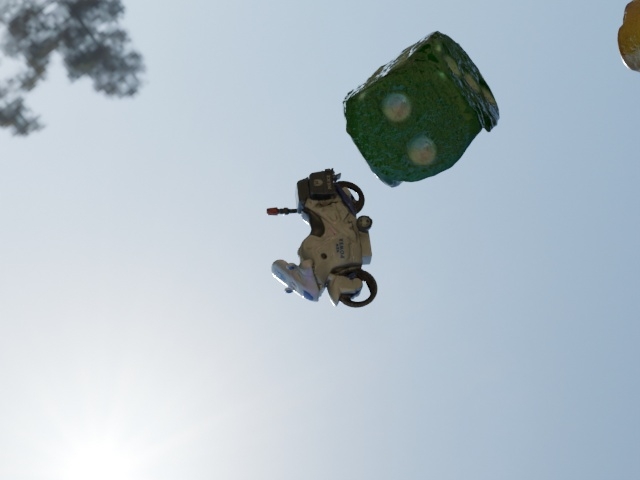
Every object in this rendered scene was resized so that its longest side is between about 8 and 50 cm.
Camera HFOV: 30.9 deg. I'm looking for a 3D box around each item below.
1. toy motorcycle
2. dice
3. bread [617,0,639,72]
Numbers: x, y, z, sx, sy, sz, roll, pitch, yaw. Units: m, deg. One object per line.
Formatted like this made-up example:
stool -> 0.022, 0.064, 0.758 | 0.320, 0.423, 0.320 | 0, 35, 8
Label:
toy motorcycle -> 0.000, 0.000, 1.677 | 0.150, 0.102, 0.221 | -3, -119, -5
dice -> 0.104, -0.137, 1.218 | 0.131, 0.120, 0.128 | -30, -168, 27
bread -> 0.444, -0.193, 1.343 | 0.094, 0.245, 0.102 | 1, -120, 61
